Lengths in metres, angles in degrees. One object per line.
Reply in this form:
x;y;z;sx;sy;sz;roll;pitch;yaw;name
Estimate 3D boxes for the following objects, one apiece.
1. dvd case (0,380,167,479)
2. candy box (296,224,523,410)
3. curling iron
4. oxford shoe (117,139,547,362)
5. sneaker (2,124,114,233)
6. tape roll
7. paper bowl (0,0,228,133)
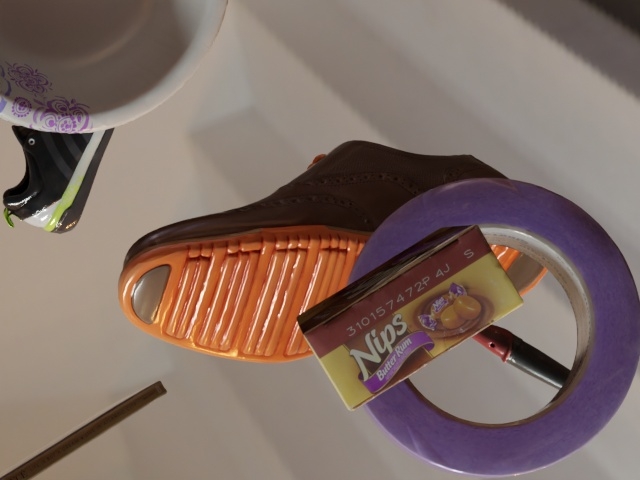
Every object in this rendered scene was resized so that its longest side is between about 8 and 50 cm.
-0.254;0.197;1.718;0.018;0.221;0.164;58;152;-1;dvd case
0.045;0.040;1.079;0.053;0.109;0.186;58;179;0;candy box
0.194;0.105;2.028;0.274;0.035;0.068;36;152;3;curling iron
0.000;0.000;1.476;0.132;0.364;0.130;58;139;36;oxford shoe
-0.277;-0.116;2.051;0.084;0.097;0.234;-130;59;-71;sneaker
0.107;0.058;1.239;0.080;0.189;0.189;86;162;-83;tape roll
-0.231;-0.243;1.689;0.148;0.284;0.284;28;137;65;paper bowl
